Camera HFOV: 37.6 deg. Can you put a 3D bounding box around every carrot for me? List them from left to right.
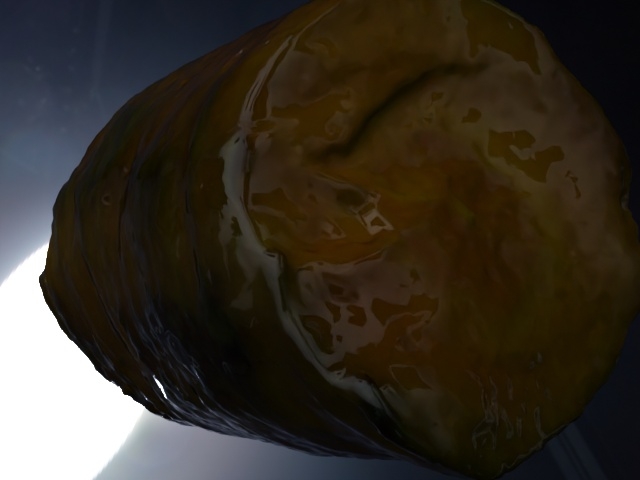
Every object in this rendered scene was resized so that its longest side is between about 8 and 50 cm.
[{"bbox_3d":[0.000,0.000,0.524,0.340,0.241,0.241,-7,-119,61],"label":"carrot"}]
